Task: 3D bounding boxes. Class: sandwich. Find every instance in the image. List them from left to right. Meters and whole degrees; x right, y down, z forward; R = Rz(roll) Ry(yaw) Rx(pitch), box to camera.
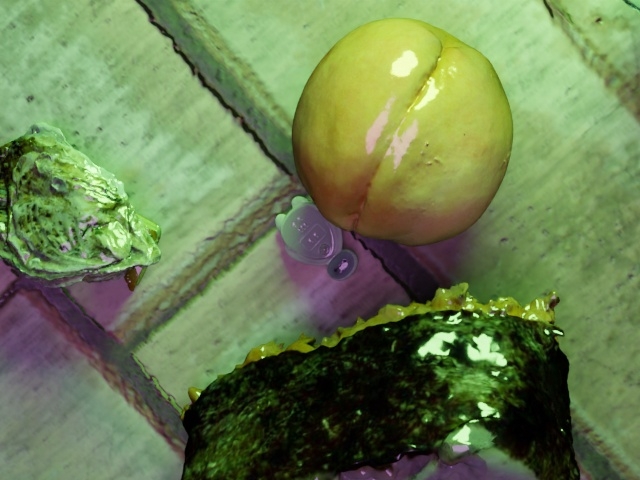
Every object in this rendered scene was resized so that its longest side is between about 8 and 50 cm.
[{"bbox_3d":[-0.160,-0.001,1.283,0.044,0.031,0.083,-16,98,10],"label":"sandwich"}]

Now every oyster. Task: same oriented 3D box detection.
[{"bbox_3d":[-0.222,-0.021,1.258,0.125,0.064,0.177,-43,73,23],"label":"oyster"}]

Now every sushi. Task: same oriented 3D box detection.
[{"bbox_3d":[0.052,0.185,1.222,0.349,0.207,0.234,-14,135,18],"label":"sushi"}]

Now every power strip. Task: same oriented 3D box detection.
[{"bbox_3d":[0.000,0.000,1.276,0.083,0.035,0.055,45,101,9],"label":"power strip"}]

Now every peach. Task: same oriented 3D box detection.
[{"bbox_3d":[0.067,-0.089,1.180,0.184,0.184,0.184,1,101,5],"label":"peach"}]

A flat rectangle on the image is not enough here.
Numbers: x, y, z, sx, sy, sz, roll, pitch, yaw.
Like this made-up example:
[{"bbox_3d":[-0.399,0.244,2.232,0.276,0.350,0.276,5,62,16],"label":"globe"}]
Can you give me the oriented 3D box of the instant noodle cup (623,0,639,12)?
[{"bbox_3d":[0.334,-0.220,1.125,0.205,0.205,0.153,24,109,0],"label":"instant noodle cup"}]
